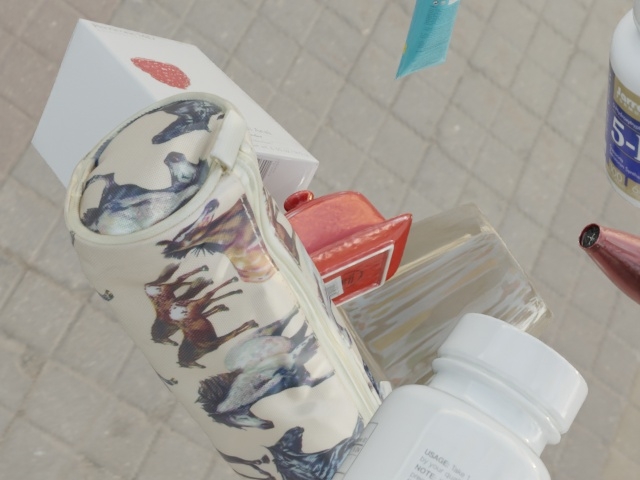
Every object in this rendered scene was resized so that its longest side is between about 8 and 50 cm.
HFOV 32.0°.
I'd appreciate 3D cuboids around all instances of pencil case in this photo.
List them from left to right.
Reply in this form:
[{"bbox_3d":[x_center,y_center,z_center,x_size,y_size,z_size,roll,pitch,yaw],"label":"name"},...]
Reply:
[{"bbox_3d":[-0.055,0.071,0.933,0.160,0.183,0.410,-78,149,-46],"label":"pencil case"}]

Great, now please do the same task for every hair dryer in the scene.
[{"bbox_3d":[0.468,0.006,1.408,0.293,0.223,0.080,-2,43,-2],"label":"hair dryer"}]

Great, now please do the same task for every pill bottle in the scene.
[{"bbox_3d":[0.080,0.170,0.751,0.131,0.131,0.229,39,74,-15],"label":"pill bottle"},{"bbox_3d":[0.265,-0.115,0.808,0.112,0.186,0.112,-6,50,7],"label":"pill bottle"}]

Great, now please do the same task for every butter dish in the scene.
[{"bbox_3d":[0.000,0.000,1.169,0.160,0.160,0.118,-25,69,-14],"label":"butter dish"}]

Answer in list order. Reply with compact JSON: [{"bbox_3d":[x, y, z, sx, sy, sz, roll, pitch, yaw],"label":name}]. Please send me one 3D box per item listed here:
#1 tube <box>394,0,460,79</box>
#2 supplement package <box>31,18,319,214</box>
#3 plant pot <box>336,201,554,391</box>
[{"bbox_3d":[0.144,-0.281,1.411,0.080,0.207,0.052,-17,61,-17],"label":"tube"},{"bbox_3d":[-0.176,-0.102,1.282,0.177,0.175,0.293,5,31,-44],"label":"supplement package"},{"bbox_3d":[0.144,0.103,1.489,0.280,0.323,0.323,-34,96,8],"label":"plant pot"}]
